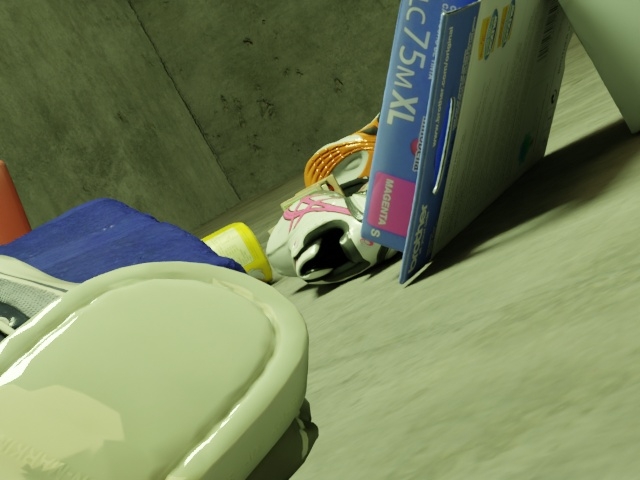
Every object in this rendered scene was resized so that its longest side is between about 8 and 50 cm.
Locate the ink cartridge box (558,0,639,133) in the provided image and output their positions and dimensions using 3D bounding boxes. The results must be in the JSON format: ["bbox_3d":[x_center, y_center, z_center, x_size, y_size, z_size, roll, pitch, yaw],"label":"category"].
[{"bbox_3d":[0.275,-0.178,0.951,0.176,0.127,0.128,-26,7,34],"label":"ink cartridge box"}]

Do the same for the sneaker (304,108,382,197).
[{"bbox_3d":[0.105,-0.123,1.595,0.262,0.099,0.121,-25,2,31],"label":"sneaker"}]

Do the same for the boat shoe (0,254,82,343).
[{"bbox_3d":[-0.236,0.084,0.847,0.158,0.127,0.340,-17,8,-37],"label":"boat shoe"}]

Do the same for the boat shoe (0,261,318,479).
[{"bbox_3d":[-0.107,0.118,0.344,0.109,0.091,0.305,24,43,28],"label":"boat shoe"}]

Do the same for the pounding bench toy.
[{"bbox_3d":[-0.015,-0.030,1.545,0.083,0.052,0.065,-27,5,21],"label":"pounding bench toy"}]

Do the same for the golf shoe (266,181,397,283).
[{"bbox_3d":[0.000,0.000,1.068,0.086,0.067,0.186,-34,7,-32],"label":"golf shoe"}]

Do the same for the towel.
[{"bbox_3d":[-0.212,0.053,1.160,0.227,0.076,0.308,-25,21,-22],"label":"towel"}]

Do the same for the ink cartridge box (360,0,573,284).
[{"bbox_3d":[0.107,-0.108,0.961,0.065,0.186,0.311,18,27,18],"label":"ink cartridge box"}]

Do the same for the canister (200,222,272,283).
[{"bbox_3d":[-0.140,0.051,1.328,0.170,0.073,0.126,-29,5,-14],"label":"canister"}]

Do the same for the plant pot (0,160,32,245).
[{"bbox_3d":[-0.394,0.083,1.440,0.275,0.243,0.275,-28,4,2],"label":"plant pot"}]
